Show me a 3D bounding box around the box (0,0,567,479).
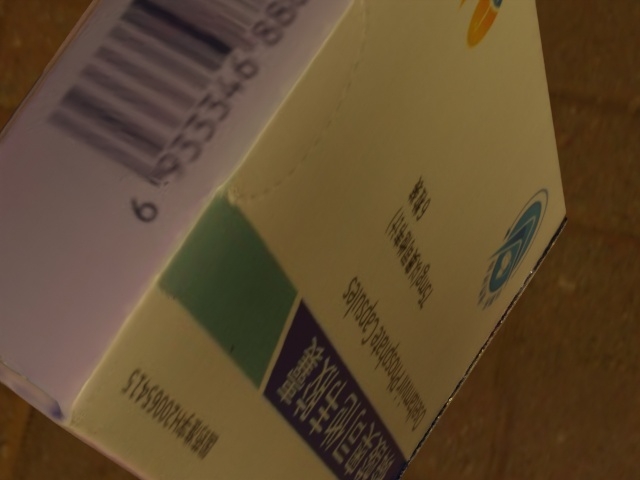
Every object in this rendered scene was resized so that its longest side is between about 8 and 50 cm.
[{"bbox_3d":[0.000,0.000,0.589,0.065,0.343,0.200,30,80,18],"label":"box"}]
